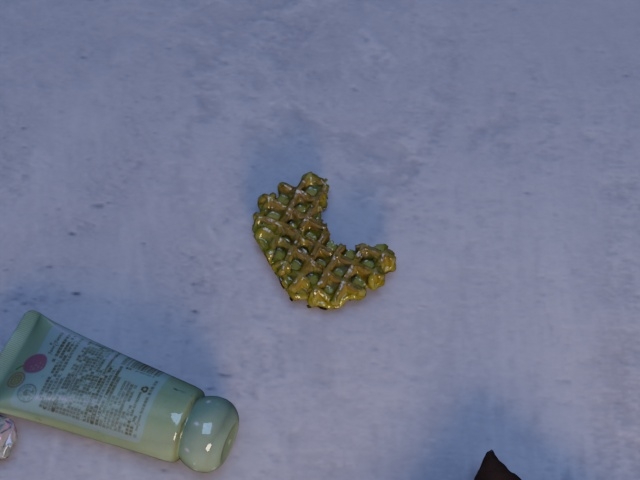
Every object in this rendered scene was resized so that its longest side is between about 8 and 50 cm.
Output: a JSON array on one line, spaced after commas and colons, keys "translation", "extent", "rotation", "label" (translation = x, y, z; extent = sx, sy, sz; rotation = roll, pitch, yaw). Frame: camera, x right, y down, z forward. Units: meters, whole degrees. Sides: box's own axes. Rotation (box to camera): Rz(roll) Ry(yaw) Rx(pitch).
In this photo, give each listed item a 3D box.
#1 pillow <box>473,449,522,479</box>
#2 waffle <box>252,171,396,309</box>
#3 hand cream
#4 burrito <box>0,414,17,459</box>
[{"translation": [0.233, 0.441, 1.716], "extent": [0.305, 0.108, 0.308], "rotation": [34, 68, 11], "label": "pillow"}, {"translation": [0.000, 0.002, 1.944], "extent": [0.149, 0.051, 0.194], "rotation": [-24, 63, -13], "label": "waffle"}, {"translation": [-0.249, 0.189, 1.826], "extent": [0.306, 0.093, 0.147], "rotation": [20, 58, 9], "label": "hand cream"}, {"translation": [-0.465, 0.242, 1.813], "extent": [0.203, 0.064, 0.064], "rotation": [-6, 66, -3], "label": "burrito"}]
